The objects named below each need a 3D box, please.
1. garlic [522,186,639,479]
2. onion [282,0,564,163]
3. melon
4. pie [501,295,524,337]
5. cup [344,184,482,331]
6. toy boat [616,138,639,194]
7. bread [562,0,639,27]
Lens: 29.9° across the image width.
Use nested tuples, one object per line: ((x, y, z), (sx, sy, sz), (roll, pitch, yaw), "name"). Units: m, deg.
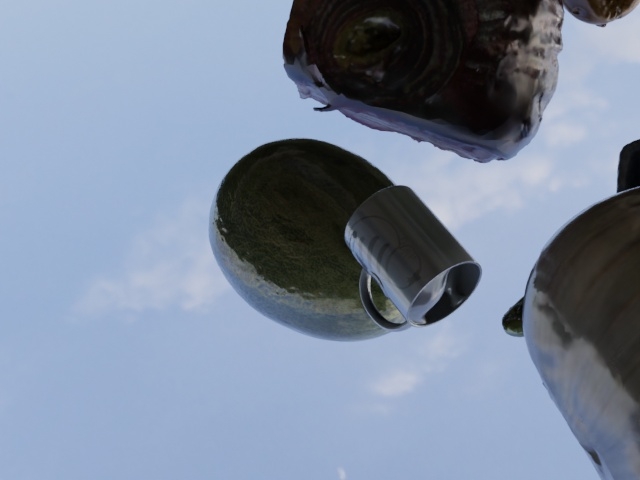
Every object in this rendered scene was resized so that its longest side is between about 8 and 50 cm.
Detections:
((0.298, 0.096, 0.836), (0.259, 0.317, 0.317), (-26, -144, 0), "garlic")
((0.100, -0.180, 0.970), (0.207, 0.206, 0.216), (18, -173, 9), "onion")
((0.000, 0.000, 1.559), (0.329, 0.248, 0.248), (31, -123, 35), "melon")
((0.232, 0.073, 1.298), (0.084, 0.021, 0.084), (-33, -162, 12), "pie")
((0.087, 0.029, 1.308), (0.136, 0.099, 0.133), (-44, -121, 9), "cup")
((0.389, -0.035, 0.983), (0.283, 0.078, 0.127), (1, -117, 24), "toy boat")
((0.242, -0.278, 1.030), (0.114, 0.189, 0.077), (-16, -138, -14), "bread")
